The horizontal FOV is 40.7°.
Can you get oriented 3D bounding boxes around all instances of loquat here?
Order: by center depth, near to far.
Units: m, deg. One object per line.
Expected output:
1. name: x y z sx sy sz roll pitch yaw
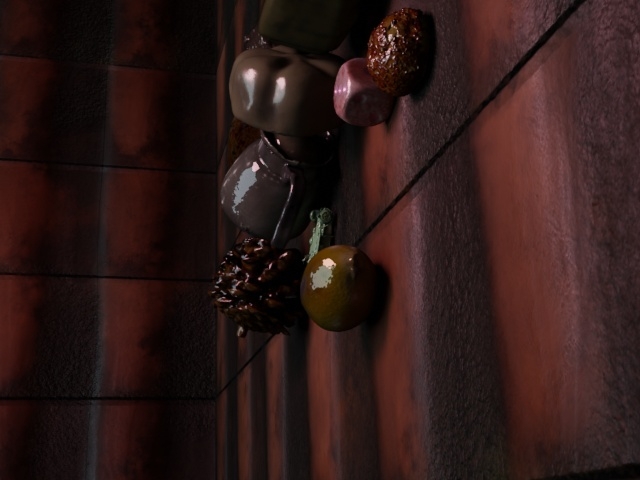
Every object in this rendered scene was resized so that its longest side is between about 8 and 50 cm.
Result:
1. loquat: 0.036 0.083 1.568 0.195 0.152 0.152 124 146 -49

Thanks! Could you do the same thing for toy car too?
1. toy car: 0.000 0.000 1.884 0.073 0.054 0.143 -175 95 -74

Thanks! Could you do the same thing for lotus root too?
1. lotus root: -0.158 -0.279 2.288 0.397 0.179 0.195 112 154 -54

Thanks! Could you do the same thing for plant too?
1. plant: -0.137 -0.524 2.368 0.203 0.143 0.131 -39 59 59

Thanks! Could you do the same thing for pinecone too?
1. pinecone: -0.153 0.108 2.082 0.243 0.244 0.257 134 132 -68

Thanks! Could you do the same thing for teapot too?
1. teapot: -0.098 -0.144 1.894 0.285 0.223 0.305 -61 -5 38

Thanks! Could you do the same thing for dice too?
1. dice: 0.078 -0.267 1.552 0.091 0.094 0.093 107 161 -46

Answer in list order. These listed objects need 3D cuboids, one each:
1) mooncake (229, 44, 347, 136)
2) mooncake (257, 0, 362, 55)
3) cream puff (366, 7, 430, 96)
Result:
1. mooncake: -0.055 -0.315 1.754 0.275 0.275 0.135 -113 26 -59
2. mooncake: 0.002 -0.537 1.678 0.351 0.188 0.351 -163 90 -79
3. cream puff: 0.123 -0.311 1.412 0.149 0.085 0.148 -178 90 -73
